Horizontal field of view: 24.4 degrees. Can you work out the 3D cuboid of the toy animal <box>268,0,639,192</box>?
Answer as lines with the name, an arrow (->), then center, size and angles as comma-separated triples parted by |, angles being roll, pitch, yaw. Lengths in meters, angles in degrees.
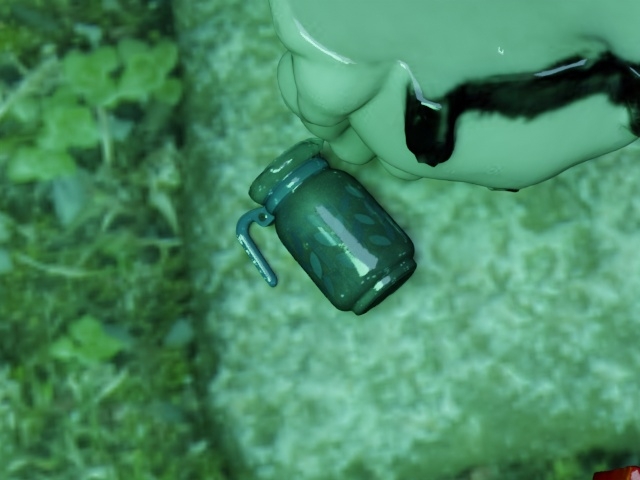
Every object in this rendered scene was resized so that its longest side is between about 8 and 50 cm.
toy animal -> 0.065, -0.117, 0.685 | 0.208, 0.156, 0.204 | -10, 80, -13

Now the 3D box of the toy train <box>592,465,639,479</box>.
toy train -> 0.216, 0.176, 0.666 | 0.204, 0.083, 0.131 | 19, 80, 2

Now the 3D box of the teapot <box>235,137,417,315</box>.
teapot -> 0.003, -0.002, 0.718 | 0.049, 0.063, 0.083 | -32, 76, -40
